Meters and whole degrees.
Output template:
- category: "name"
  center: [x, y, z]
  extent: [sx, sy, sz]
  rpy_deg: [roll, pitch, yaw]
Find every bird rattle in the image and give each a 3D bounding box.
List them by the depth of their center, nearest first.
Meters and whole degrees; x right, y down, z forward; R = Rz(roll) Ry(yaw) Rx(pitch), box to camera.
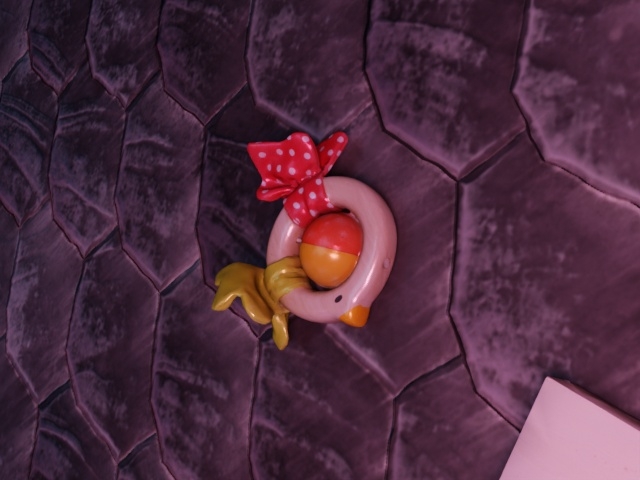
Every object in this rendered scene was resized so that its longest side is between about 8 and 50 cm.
- category: "bird rattle"
  center: [0.000, 0.000, 1.209]
  extent: [0.207, 0.143, 0.254]
  rpy_deg: [15, 76, 37]

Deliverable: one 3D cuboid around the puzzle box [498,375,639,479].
- category: "puzzle box"
  center: [0.277, 0.312, 0.824]
  extent: [0.409, 0.052, 0.272]
  rpy_deg: [32, 103, 48]
